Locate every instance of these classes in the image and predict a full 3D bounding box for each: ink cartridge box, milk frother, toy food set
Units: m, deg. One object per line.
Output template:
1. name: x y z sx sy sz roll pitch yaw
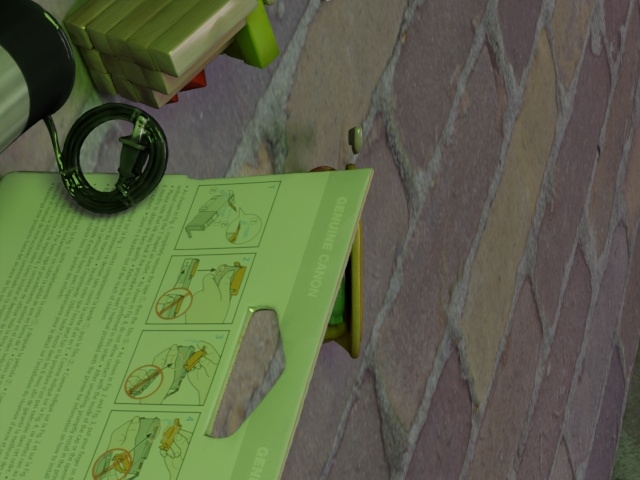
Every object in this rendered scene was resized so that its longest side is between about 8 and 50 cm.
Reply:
1. ink cartridge box: -0.115 0.088 0.960 0.066 0.261 0.296 66 33 -46
2. milk frother: -0.176 -0.059 0.957 0.135 0.143 0.129 -57 149 -57
3. toy food set: 0.000 0.000 1.521 0.128 0.071 0.218 -103 -167 -80

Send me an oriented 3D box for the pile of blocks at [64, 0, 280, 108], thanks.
1. pile of blocks: -0.056 -0.211 1.244 0.113 0.148 0.362 70 30 -42
